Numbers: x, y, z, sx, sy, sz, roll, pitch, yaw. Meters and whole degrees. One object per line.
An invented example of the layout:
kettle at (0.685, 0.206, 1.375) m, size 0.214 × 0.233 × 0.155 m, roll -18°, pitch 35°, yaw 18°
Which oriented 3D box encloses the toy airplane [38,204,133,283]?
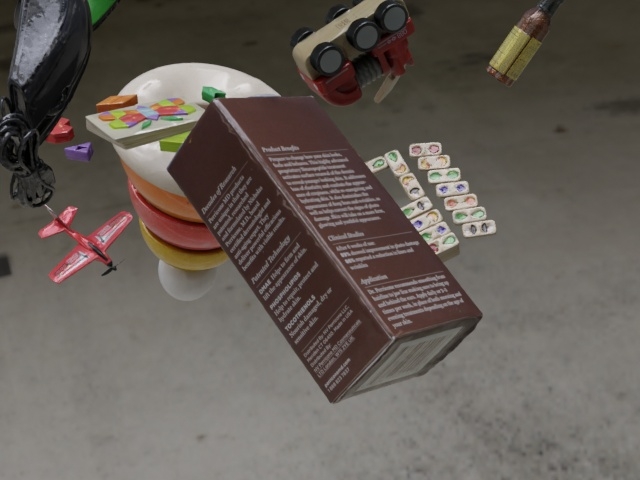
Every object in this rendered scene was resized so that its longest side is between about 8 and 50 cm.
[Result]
toy airplane at (-0.345, 0.000, 1.806) m, size 0.151 × 0.028 × 0.151 m, roll 0°, pitch 60°, yaw -1°

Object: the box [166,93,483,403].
box at (0.000, 0.000, 1.545) m, size 0.191 × 0.143 × 0.381 m, roll -8°, pitch 57°, yaw -49°

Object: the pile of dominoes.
pile of dominoes at (0.169, -0.072, 2.200) m, size 0.196 × 0.040 × 0.251 m, roll -26°, pitch 59°, yaw -6°

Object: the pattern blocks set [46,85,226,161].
pattern blocks set at (-0.268, -0.188, 1.970) m, size 0.325 × 0.026 × 0.285 m, roll -25°, pitch 32°, yaw -38°

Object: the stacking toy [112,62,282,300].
stacking toy at (-0.244, -0.062, 2.382) m, size 0.351 × 0.480 × 0.350 m, roll 9°, pitch 44°, yaw -9°

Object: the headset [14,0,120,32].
headset at (-0.298, -0.422, 1.648) m, size 0.185 × 0.394 × 0.243 m, roll 39°, pitch 36°, yaw 2°

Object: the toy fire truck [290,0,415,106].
toy fire truck at (0.078, -0.321, 2.346) m, size 0.217 × 0.246 × 0.158 m, roll -35°, pitch 37°, yaw -8°

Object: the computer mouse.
computer mouse at (-0.291, -0.181, 1.377) m, size 0.072 × 0.272 × 0.188 m, roll 4°, pitch -19°, yaw -2°

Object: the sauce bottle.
sauce bottle at (0.255, -0.250, 1.549) m, size 0.042 × 0.128 × 0.042 m, roll 33°, pitch 16°, yaw -11°
